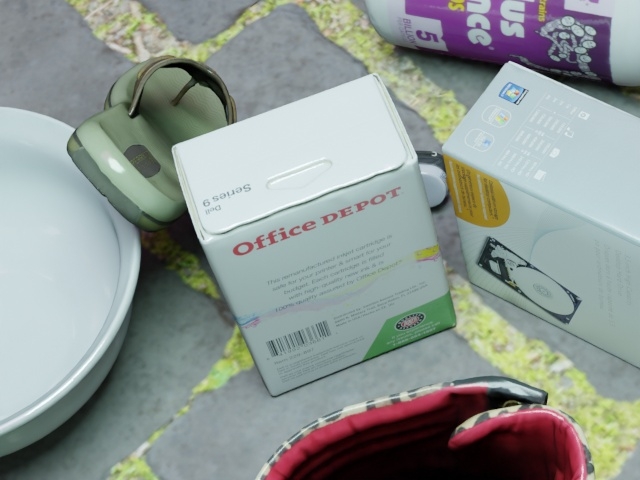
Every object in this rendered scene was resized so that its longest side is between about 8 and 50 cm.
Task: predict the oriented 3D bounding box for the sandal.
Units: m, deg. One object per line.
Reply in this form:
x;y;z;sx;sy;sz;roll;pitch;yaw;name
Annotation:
-0.105;-0.086;1.254;0.120;0.303;0.086;39;105;-8;sandal

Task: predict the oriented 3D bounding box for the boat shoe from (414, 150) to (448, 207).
0.032;-0.047;1.312;0.142;0.049;0.040;0;39;11;boat shoe

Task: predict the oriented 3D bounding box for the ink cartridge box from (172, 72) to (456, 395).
0.000;0.000;1.183;0.154;0.212;0.093;-21;56;-1;ink cartridge box

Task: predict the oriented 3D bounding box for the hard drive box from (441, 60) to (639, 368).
0.212;0.000;1.158;0.232;0.181;0.089;27;67;27;hard drive box

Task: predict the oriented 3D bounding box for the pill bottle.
0.199;-0.213;1.304;0.301;0.169;0.169;12;61;20;pill bottle

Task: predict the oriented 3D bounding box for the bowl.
-0.264;0.055;1.253;0.298;0.134;0.298;-5;56;8;bowl

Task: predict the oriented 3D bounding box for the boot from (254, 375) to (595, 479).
0.150;0.192;0.982;0.377;0.284;0.138;-4;57;11;boot
